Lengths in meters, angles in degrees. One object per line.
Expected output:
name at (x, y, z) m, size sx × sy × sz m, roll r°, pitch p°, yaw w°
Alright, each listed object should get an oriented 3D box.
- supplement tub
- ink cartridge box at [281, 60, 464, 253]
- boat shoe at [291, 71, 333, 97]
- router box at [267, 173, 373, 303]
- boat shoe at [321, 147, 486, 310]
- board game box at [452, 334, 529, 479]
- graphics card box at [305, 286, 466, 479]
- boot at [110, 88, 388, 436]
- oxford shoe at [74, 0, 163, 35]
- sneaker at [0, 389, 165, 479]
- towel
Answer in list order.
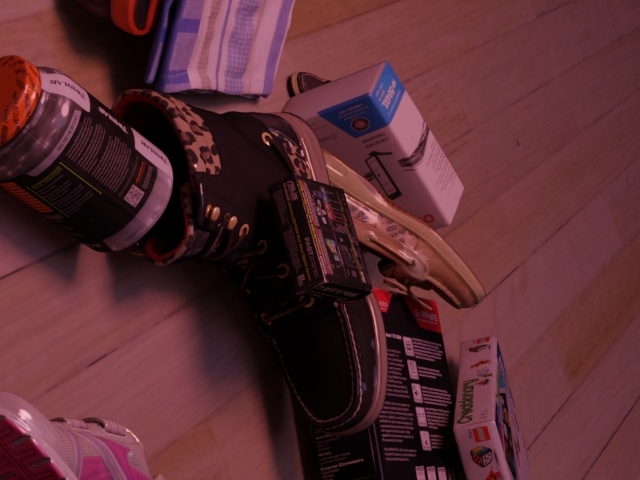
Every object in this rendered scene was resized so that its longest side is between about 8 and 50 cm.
supplement tub at (-0.234, -0.080, 1.354) m, size 0.190 × 0.117 × 0.117 m, roll 41°, pitch 43°, yaw -43°
ink cartridge box at (0.060, -0.096, 1.805) m, size 0.203 × 0.148 × 0.086 m, roll 56°, pitch 33°, yaw -24°
boat shoe at (0.020, -0.179, 1.881) m, size 0.152 × 0.049 × 0.056 m, roll 26°, pitch 54°, yaw -50°
router box at (0.000, 0.000, 1.503) m, size 0.092 × 0.038 × 0.123 m, roll 16°, pitch 53°, yaw -55°
boat shoe at (0.065, -0.001, 1.738) m, size 0.285 × 0.089 × 0.104 m, roll 37°, pitch -8°, yaw -2°
board game box at (0.217, 0.258, 1.853) m, size 0.305 × 0.053 × 0.193 m, roll -64°, pitch 139°, yaw -74°
graphics card box at (0.082, 0.244, 1.708) m, size 0.232 × 0.094 × 0.371 m, roll 15°, pitch 60°, yaw -59°
boot at (-0.076, 0.019, 1.535) m, size 0.284 × 0.138 × 0.378 m, roll 12°, pitch 60°, yaw -57°
oxford shoe at (-0.168, -0.303, 1.578) m, size 0.271 × 0.098 × 0.097 m, roll -42°, pitch 149°, yaw -55°
sneaker at (-0.216, 0.196, 1.267) m, size 0.252 × 0.103 × 0.111 m, roll 56°, pitch 32°, yaw -40°
towel at (-0.094, -0.255, 1.620) m, size 0.285 × 0.034 × 0.209 m, roll -10°, pitch 117°, yaw -68°
